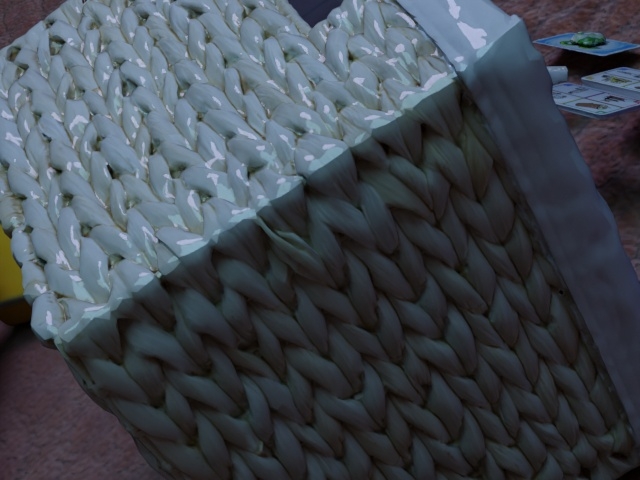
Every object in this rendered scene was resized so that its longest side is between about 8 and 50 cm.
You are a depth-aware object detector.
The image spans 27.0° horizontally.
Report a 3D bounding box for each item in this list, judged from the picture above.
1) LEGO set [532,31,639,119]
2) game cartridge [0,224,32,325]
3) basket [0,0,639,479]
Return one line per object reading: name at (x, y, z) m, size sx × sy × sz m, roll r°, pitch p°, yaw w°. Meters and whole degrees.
LEGO set at (0.179, -0.116, 1.019) m, size 0.182 × 0.060 × 0.244 m, roll -17°, pitch 26°, yaw -35°
game cartridge at (-0.128, -0.091, 1.136) m, size 0.324 × 0.052 × 0.285 m, roll -15°, pitch 54°, yaw 12°
basket at (0.000, 0.000, 0.795) m, size 0.266 × 0.331 × 0.328 m, roll -35°, pitch 38°, yaw 0°
